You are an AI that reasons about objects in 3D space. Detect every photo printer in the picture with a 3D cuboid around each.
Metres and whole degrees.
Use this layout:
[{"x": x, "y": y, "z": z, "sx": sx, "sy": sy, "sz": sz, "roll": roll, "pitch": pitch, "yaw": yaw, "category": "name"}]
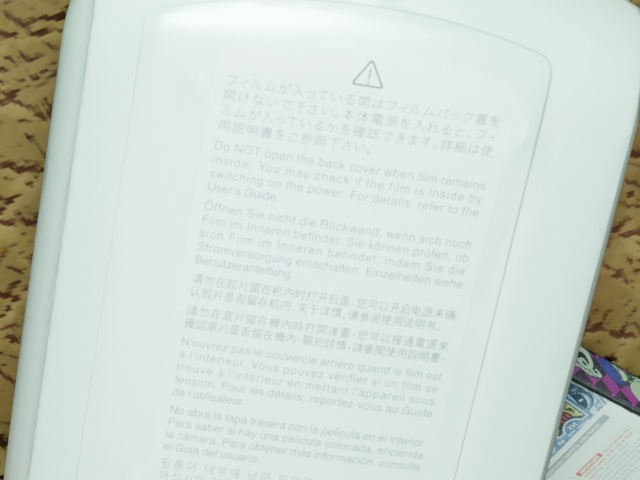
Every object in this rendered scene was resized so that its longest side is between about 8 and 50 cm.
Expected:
[{"x": 0.000, "y": 0.000, "z": 0.807, "sx": 0.256, "sy": 0.107, "sz": 0.308, "roll": 8, "pitch": 112, "yaw": -7, "category": "photo printer"}]

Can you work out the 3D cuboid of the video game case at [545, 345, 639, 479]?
[{"x": 0.064, "y": 0.137, "z": 0.983, "sx": 0.210, "sy": 0.042, "sz": 0.232, "roll": 28, "pitch": 120, "yaw": -22, "category": "video game case"}]
